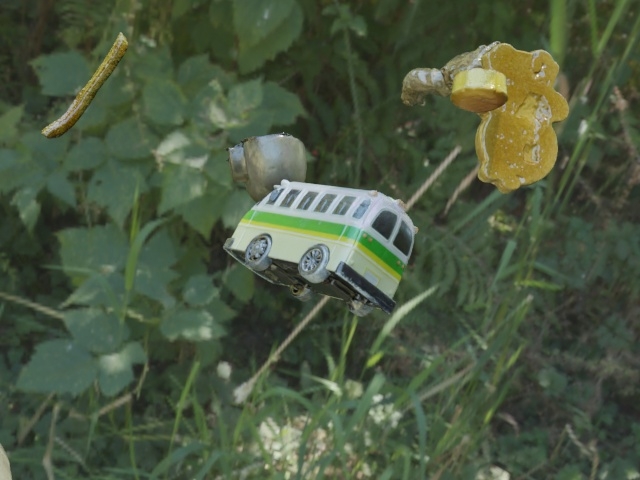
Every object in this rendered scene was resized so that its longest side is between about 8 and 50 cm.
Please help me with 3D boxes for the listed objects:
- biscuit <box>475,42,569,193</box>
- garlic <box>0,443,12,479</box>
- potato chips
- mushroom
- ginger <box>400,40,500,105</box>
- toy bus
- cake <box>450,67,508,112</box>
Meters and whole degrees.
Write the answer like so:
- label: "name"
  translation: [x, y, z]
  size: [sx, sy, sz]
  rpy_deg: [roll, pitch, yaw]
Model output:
- label: "biscuit"
  translation: [0.323, -0.199, 1.553]
  size: [0.184, 0.248, 0.035]
  rpy_deg: [4, -7, -18]
- label: "garlic"
  translation: [-0.337, 0.203, 0.806]
  size: [0.129, 0.198, 0.090]
  rpy_deg: [-1, 58, 0]
- label: "potato chips"
  translation: [-0.363, -0.237, 1.475]
  size: [0.026, 0.037, 0.204]
  rpy_deg: [31, 79, 30]
- label: "mushroom"
  translation: [-0.089, -0.120, 1.694]
  size: [0.141, 0.188, 0.117]
  rpy_deg: [-15, 75, -7]
- label: "ginger"
  translation: [0.249, -0.334, 1.902]
  size: [0.122, 0.290, 0.084]
  rpy_deg: [-45, 106, -30]
- label: "toy bus"
  translation: [0.000, 0.000, 1.533]
  size: [0.305, 0.179, 0.143]
  rpy_deg: [10, -21, 49]
- label: "cake"
  translation: [0.230, -0.216, 1.370]
  size: [0.084, 0.084, 0.044]
  rpy_deg: [8, 73, -12]
